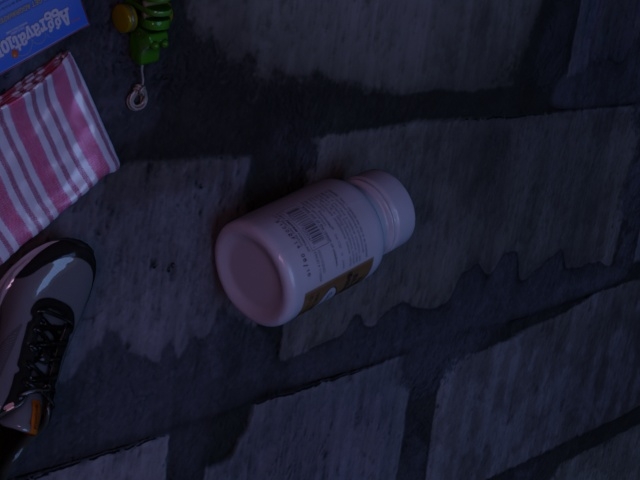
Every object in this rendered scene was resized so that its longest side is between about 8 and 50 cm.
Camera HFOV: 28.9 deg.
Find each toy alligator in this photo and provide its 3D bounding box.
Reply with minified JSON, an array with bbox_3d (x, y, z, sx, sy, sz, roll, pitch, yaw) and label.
[{"bbox_3d":[-0.168,-0.214,1.227,0.056,0.051,0.189,-20,122,-42],"label":"toy alligator"}]

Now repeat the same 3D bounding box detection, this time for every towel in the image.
[{"bbox_3d":[-0.282,-0.070,1.184,0.197,0.029,0.144,-43,136,-27],"label":"towel"}]

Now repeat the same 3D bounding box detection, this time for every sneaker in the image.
[{"bbox_3d":[-0.286,0.126,1.212,0.100,0.108,0.271,34,80,-49],"label":"sneaker"}]

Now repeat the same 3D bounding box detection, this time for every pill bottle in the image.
[{"bbox_3d":[0.000,0.000,1.459,0.229,0.131,0.131,-27,126,-39],"label":"pill bottle"}]

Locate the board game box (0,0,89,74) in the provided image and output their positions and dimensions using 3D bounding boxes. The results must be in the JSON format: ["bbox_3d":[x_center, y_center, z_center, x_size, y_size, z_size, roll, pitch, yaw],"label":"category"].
[{"bbox_3d":[-0.316,-0.193,1.033,0.281,0.027,0.145,-42,126,-43],"label":"board game box"}]
